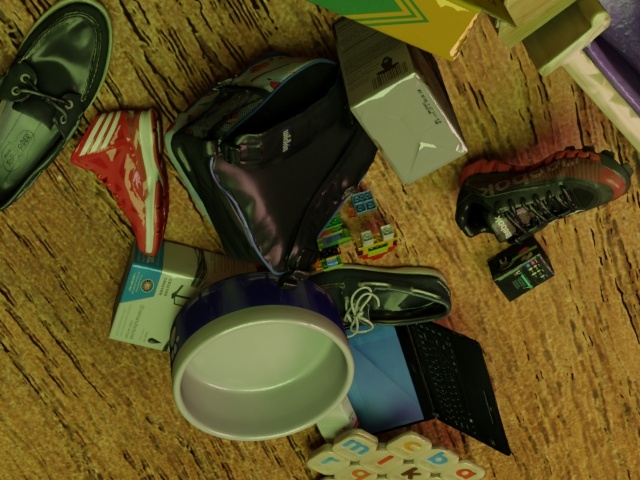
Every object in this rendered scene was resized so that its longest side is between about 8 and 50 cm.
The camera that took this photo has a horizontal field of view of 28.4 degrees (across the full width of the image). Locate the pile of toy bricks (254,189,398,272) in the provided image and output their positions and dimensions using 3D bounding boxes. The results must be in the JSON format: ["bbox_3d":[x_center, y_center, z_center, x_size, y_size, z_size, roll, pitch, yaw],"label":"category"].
[{"bbox_3d":[0.000,0.000,1.882,0.212,0.118,0.105,-16,156,-7],"label":"pile of toy bricks"}]

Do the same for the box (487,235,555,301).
[{"bbox_3d":[0.308,0.042,1.937,0.083,0.062,0.052,-33,117,15],"label":"box"}]

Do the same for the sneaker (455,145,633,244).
[{"bbox_3d":[0.303,-0.056,1.771,0.276,0.135,0.097,-5,133,40],"label":"sneaker"}]

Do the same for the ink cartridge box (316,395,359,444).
[{"bbox_3d":[0.028,0.299,2.080,0.063,0.029,0.115,-6,125,28],"label":"ink cartridge box"}]

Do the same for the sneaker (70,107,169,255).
[{"bbox_3d":[-0.289,-0.086,1.818,0.128,0.087,0.221,3,109,4],"label":"sneaker"}]

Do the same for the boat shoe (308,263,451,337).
[{"bbox_3d":[0.074,0.096,1.943,0.254,0.079,0.095,1,123,-4],"label":"boat shoe"}]

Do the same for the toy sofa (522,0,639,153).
[{"bbox_3d":[0.456,-0.206,1.748,0.177,0.150,0.362,-39,116,19],"label":"toy sofa"}]

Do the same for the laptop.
[{"bbox_3d":[0.143,0.245,2.004,0.136,0.264,0.234,-36,125,-25],"label":"laptop"}]

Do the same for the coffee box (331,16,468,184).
[{"bbox_3d":[0.101,-0.204,1.662,0.098,0.246,0.141,-29,122,14],"label":"coffee box"}]

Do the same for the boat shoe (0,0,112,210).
[{"bbox_3d":[-0.390,-0.175,1.725,0.127,0.113,0.340,33,114,-21],"label":"boat shoe"}]

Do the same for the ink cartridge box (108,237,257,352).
[{"bbox_3d":[-0.203,0.093,1.917,0.203,0.086,0.148,14,120,-12],"label":"ink cartridge box"}]

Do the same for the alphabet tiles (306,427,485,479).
[{"bbox_3d":[0.125,0.399,2.115,0.284,0.021,0.278,30,136,-22],"label":"alphabet tiles"}]

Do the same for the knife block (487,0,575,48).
[{"bbox_3d":[0.361,-0.389,1.665,0.242,0.088,0.275,4,120,-6],"label":"knife block"}]

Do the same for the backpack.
[{"bbox_3d":[-0.058,-0.121,1.712,0.263,0.213,0.276,-42,133,-21],"label":"backpack"}]

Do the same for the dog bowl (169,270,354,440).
[{"bbox_3d":[-0.089,0.172,1.855,0.265,0.104,0.265,-7,134,-7],"label":"dog bowl"}]

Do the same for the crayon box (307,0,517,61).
[{"bbox_3d":[0.080,-0.337,1.610,0.318,0.202,0.081,20,118,-15],"label":"crayon box"}]
